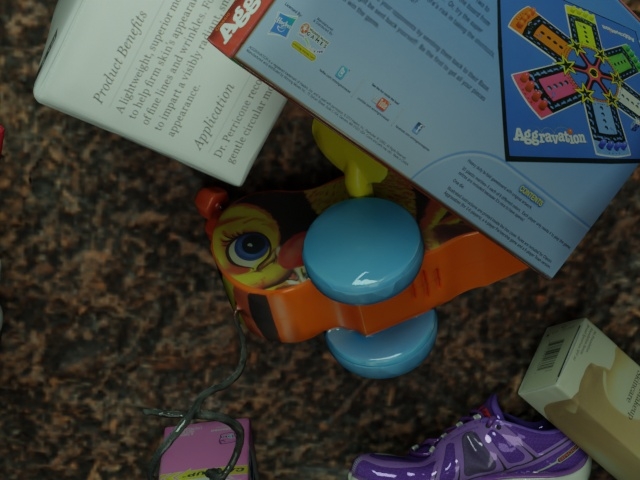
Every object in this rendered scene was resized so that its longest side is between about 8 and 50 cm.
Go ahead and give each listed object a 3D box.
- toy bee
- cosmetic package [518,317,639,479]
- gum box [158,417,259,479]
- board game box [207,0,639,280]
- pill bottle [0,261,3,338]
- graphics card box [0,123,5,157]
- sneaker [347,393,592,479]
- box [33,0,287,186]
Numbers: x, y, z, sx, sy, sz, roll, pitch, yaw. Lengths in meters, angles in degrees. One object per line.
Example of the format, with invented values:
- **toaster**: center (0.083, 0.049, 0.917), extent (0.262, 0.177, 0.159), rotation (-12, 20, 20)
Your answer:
- **toy bee**: center (0.000, 0.000, 0.875), extent (0.298, 0.162, 0.195), rotation (-15, 136, -29)
- **cosmetic package**: center (0.193, 0.110, 0.967), extent (0.115, 0.060, 0.041), rotation (39, 149, -19)
- **gum box**: center (-0.067, 0.231, 0.989), extent (0.062, 0.107, 0.188), rotation (-7, 115, 0)
- **board game box**: center (0.082, -0.091, 0.741), extent (0.281, 0.027, 0.145), rotation (32, 98, -44)
- **pill bottle**: center (-0.245, 0.071, 0.925), extent (0.078, 0.078, 0.137), rotation (10, 114, -7)
- **graphics card box**: center (-0.324, 0.069, 0.863), extent (0.233, 0.094, 0.371), rotation (21, 114, 19)
- **sneaker**: center (0.101, 0.143, 0.992), extent (0.170, 0.068, 0.071), rotation (-7, 100, -8)
- **box**: center (-0.058, -0.156, 0.773), extent (0.119, 0.182, 0.181), rotation (24, 111, -16)
